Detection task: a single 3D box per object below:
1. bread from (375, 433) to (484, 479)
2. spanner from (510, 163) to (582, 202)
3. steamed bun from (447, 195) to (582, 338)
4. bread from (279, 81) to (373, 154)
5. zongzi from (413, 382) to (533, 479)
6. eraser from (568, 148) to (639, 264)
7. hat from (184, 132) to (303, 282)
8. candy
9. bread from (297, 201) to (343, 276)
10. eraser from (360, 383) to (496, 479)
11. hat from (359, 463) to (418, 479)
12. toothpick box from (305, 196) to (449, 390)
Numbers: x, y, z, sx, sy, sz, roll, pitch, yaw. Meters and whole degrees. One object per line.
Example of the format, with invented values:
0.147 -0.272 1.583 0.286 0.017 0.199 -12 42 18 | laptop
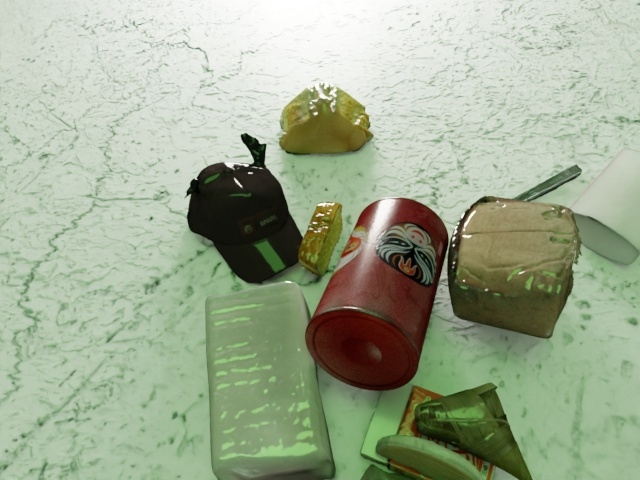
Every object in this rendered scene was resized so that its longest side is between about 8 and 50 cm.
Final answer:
0.187 0.358 0.919 0.193 0.112 0.036 19 55 14 | bread
0.504 -0.112 1.343 0.325 0.026 0.093 -26 56 -17 | spanner
0.390 0.063 1.127 0.252 0.199 0.301 5 44 28 | steamed bun
0.012 -0.328 1.455 0.252 0.133 0.174 -3 53 2 | bread
0.254 0.347 0.952 0.160 0.078 0.176 -15 64 -2 | zongzi
0.697 -0.085 1.269 0.174 0.094 0.270 37 65 25 | eraser
-0.170 -0.084 1.245 0.238 0.209 0.336 -30 60 -21 | hat
-0.101 0.262 1.029 0.208 0.145 0.358 -8 53 -3 | candy
0.000 0.000 1.238 0.065 0.103 0.187 11 57 10 | bread
0.204 0.358 1.009 0.230 0.038 0.157 17 57 14 | eraser
0.117 0.443 0.860 0.245 0.214 0.149 25 84 21 | hat
0.119 0.090 1.060 0.204 0.204 0.333 15 42 13 | toothpick box
